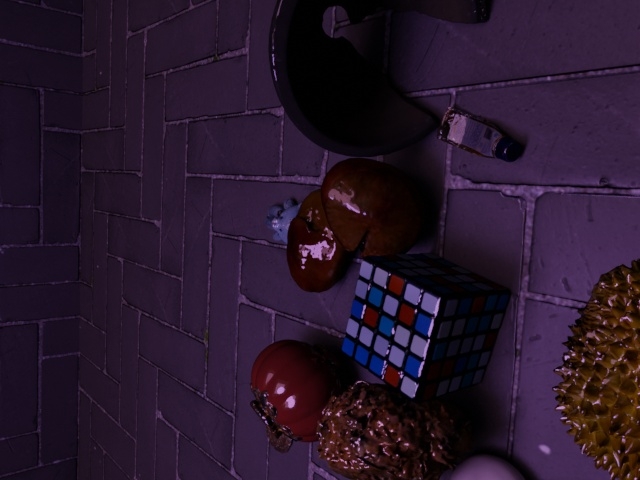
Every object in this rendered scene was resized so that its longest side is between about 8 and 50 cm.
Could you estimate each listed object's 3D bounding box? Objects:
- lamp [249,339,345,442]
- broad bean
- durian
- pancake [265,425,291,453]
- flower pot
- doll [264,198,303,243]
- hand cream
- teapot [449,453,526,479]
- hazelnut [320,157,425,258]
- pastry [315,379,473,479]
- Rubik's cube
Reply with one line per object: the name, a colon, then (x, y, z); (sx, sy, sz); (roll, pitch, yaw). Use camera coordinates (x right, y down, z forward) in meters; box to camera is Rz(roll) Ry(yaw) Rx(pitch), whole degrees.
lamp: (-0.042, 0.311, 1.185); (0.226, 0.226, 0.227); (2, 93, 49)
broad bean: (-0.002, 0.001, 1.171); (0.156, 0.121, 0.229); (-121, 36, -48)
durian: (0.400, 0.164, 0.629); (0.258, 0.258, 0.293); (26, 115, 46)
pancake: (-0.104, 0.470, 1.401); (0.114, 0.011, 0.115); (2, 93, 50)
flower pot: (0.057, -0.367, 0.986); (0.380, 0.379, 0.251); (-68, 29, 25)
doll: (-0.090, -0.045, 1.319); (0.179, 0.075, 0.120); (21, 104, 47)
hand cream: (0.262, -0.172, 0.938); (0.163, 0.038, 0.062); (42, 123, 47)
teapot: (0.277, 0.418, 0.899); (0.226, 0.092, 0.145); (-29, 70, 43)
hazelnut: (0.095, -0.064, 1.022); (0.204, 0.178, 0.178); (34, 126, -4)
pastry: (0.120, 0.340, 0.937); (0.274, 0.274, 0.193); (1, 74, 49)
Rubik's cube: (0.170, 0.134, 0.936); (0.184, 0.187, 0.182); (27, 111, 43)
